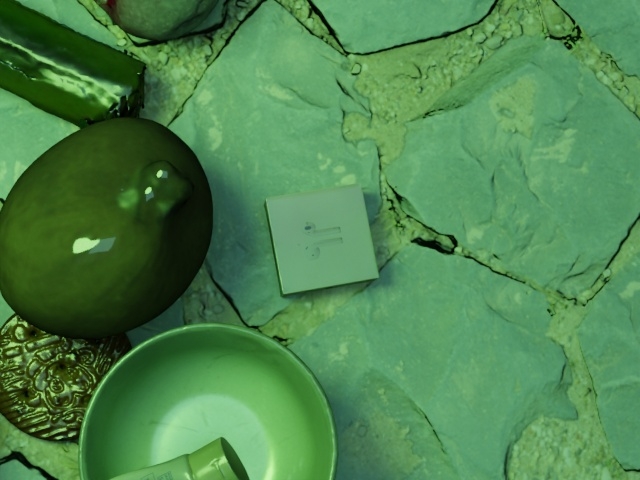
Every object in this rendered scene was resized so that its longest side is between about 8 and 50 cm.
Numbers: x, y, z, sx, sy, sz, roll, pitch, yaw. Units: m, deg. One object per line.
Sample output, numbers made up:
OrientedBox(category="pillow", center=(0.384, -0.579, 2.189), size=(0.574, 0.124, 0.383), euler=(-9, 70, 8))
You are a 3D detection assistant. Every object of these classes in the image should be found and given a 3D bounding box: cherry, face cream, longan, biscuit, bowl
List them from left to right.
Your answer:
OrientedBox(category="biscuit", center=(-0.333, 0.164, 1.531), size=(0.188, 0.027, 0.187), euler=(1, 81, -7))
OrientedBox(category="longan", center=(-0.255, -0.013, 1.448), size=(0.243, 0.300, 0.300), euler=(38, 77, -26))
OrientedBox(category="cherry", center=(-0.222, -0.369, 1.553), size=(0.266, 0.183, 0.213), euler=(-42, 93, -8))
OrientedBox(category="face cream", center=(-0.192, 0.307, 1.356), size=(0.224, 0.070, 0.114), euler=(-31, 80, 2))
OrientedBox(category="bowl", center=(-0.137, 0.259, 1.469), size=(0.307, 0.163, 0.307), euler=(1, 81, -6))

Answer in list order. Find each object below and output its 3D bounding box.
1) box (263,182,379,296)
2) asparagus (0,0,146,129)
OrientedBox(category="box", center=(0.000, 0.000, 1.585), size=(0.129, 0.051, 0.130), euler=(-10, 81, -8))
OrientedBox(category="asparagus", center=(-0.404, -0.254, 1.555), size=(0.382, 0.108, 0.128), euler=(27, 80, 0))
